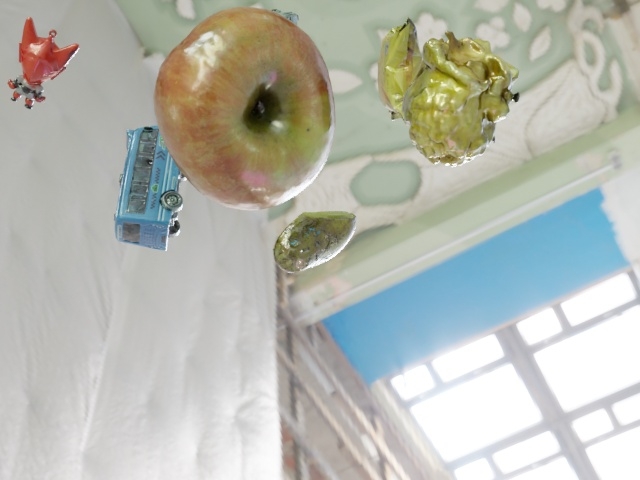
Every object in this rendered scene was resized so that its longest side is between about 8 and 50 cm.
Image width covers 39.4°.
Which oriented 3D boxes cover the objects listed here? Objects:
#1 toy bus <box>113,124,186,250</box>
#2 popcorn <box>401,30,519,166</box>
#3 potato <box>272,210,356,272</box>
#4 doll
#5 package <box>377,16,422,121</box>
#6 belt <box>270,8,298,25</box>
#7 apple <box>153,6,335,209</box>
[{"bbox_3d":[-0.334,-0.111,1.785,0.113,0.134,0.246,111,164,-57],"label":"toy bus"},{"bbox_3d":[0.223,-0.225,1.433,0.169,0.189,0.218,23,-141,5],"label":"popcorn"},{"bbox_3d":[0.000,0.000,1.760,0.054,0.198,0.119,26,124,47],"label":"potato"},{"bbox_3d":[-0.547,-0.333,1.725,0.109,0.169,0.057,29,-161,-11],"label":"doll"},{"bbox_3d":[0.174,-0.366,1.956,0.168,0.090,0.226,-130,38,-80],"label":"package"},{"bbox_3d":[-0.095,-0.373,1.562,0.140,0.105,0.058,21,117,56],"label":"belt"},{"bbox_3d":[-0.122,-0.203,1.374,0.250,0.277,0.309,-144,52,-58],"label":"apple"}]
